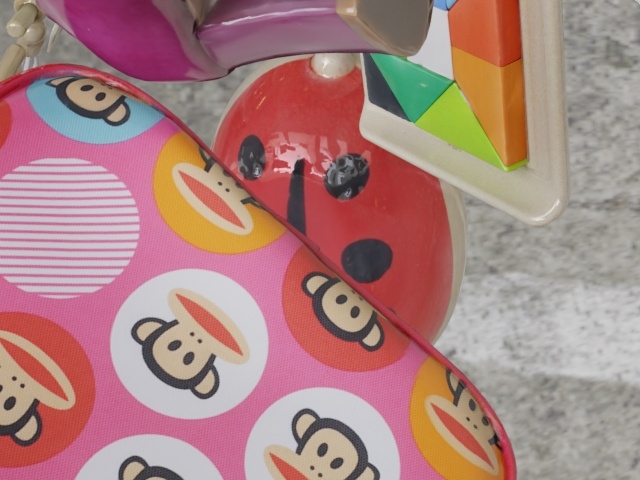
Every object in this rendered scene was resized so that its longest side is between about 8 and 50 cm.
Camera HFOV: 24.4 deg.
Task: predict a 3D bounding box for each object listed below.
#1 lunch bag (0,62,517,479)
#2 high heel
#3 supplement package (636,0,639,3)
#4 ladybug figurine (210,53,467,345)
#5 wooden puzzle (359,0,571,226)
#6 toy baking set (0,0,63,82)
[{"bbox_3d":[-0.093,0.092,0.592,0.293,0.258,0.120,43,145,6],"label":"lunch bag"},{"bbox_3d":[-0.107,-0.142,0.469,0.181,0.377,0.127,5,71,26],"label":"high heel"},{"bbox_3d":[0.415,-0.233,1.311,0.134,0.244,0.139,49,127,33],"label":"supplement package"},{"bbox_3d":[0.000,0.000,1.602,0.305,0.162,0.449,10,126,19],"label":"ladybug figurine"},{"bbox_3d":[0.082,-0.148,1.010,0.221,0.044,0.238,33,136,47],"label":"wooden puzzle"},{"bbox_3d":[-0.277,-0.179,1.375,0.030,0.256,0.196,26,130,-8],"label":"toy baking set"}]
